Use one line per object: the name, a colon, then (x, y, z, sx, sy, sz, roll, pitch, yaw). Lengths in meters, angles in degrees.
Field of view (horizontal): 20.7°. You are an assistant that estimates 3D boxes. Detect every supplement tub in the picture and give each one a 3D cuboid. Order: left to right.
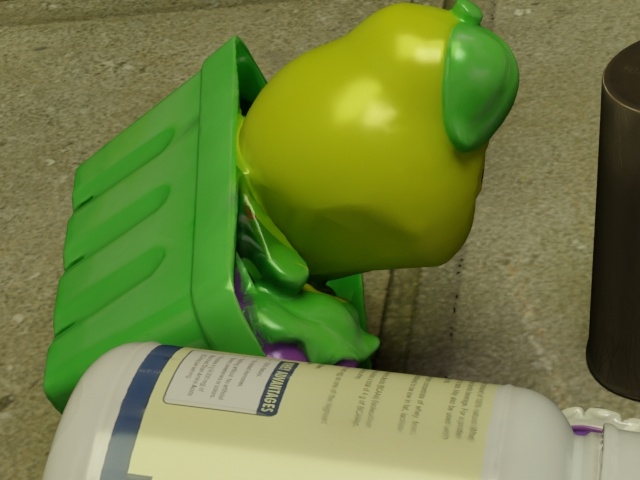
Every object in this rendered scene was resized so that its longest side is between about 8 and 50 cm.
supplement tub: (0.019, 0.188, 0.992, 0.325, 0.235, 0.235, 6, 36, 9)

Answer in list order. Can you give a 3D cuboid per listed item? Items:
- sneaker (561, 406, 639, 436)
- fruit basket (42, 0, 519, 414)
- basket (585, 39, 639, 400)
sneaker: (0.229, 0.158, 1.168, 0.170, 0.068, 0.071, -2, 49, 30)
fruit basket: (0.000, 0.000, 1.252, 0.392, 0.283, 0.392, -21, 32, 14)
basket: (0.277, -0.026, 1.260, 0.204, 0.227, 0.154, -24, 35, -18)
